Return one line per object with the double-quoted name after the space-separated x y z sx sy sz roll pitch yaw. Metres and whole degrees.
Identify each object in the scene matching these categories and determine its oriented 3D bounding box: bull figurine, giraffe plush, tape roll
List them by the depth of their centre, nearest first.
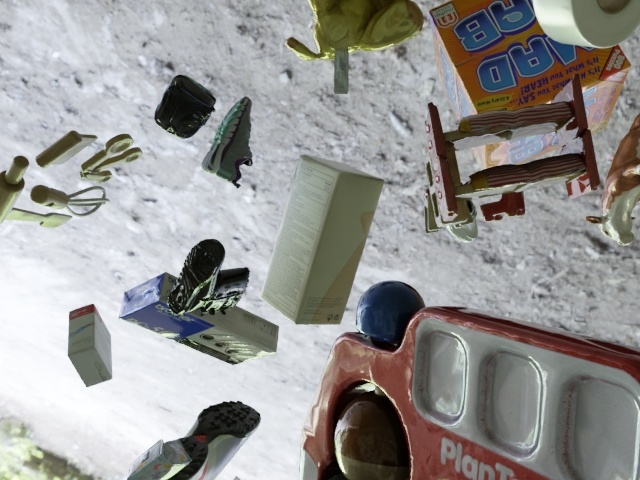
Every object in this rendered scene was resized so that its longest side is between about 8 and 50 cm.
0.050 -0.325 0.900 0.181 0.170 0.210 18 117 -3 "giraffe plush"
0.615 -0.145 1.222 0.101 0.310 0.188 27 163 -4 "bull figurine"
0.564 -0.538 1.314 0.100 0.286 0.286 31 165 51 "tape roll"

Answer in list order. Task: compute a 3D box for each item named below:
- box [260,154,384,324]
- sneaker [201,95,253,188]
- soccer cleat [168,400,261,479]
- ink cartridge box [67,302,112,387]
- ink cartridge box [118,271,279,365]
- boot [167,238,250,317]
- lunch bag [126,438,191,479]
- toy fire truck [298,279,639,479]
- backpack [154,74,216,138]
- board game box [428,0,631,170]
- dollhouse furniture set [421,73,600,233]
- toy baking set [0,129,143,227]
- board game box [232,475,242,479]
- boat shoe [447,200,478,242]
0.000 0.000 1.296 0.121 0.311 0.148 7 -164 -39 "box"
-0.186 -0.220 1.460 0.098 0.223 0.083 35 148 -24 "sneaker"
-0.223 0.415 1.258 0.109 0.318 0.116 22 109 17 "soccer cleat"
-0.597 0.271 1.681 0.072 0.175 0.127 -18 127 -7 "ink cartridge box"
-0.166 0.115 0.912 0.097 0.046 0.207 -23 139 37 "ink cartridge box"
-0.126 0.046 0.807 0.045 0.099 0.121 47 116 27 "boot"
-0.250 0.343 0.997 0.053 0.071 0.083 52 -176 17 "lunch bag"
0.078 0.160 0.408 0.169 0.253 0.302 3 -176 -29 "toy fire truck"
-0.279 -0.273 1.336 0.105 0.084 0.114 32 127 -17 "backpack"
0.527 -0.441 1.703 0.357 0.356 0.356 -22 161 8 "board game box"
0.262 -0.112 1.007 0.201 0.152 0.374 -10 176 4 "dollhouse furniture set"
-0.329 -0.059 0.819 0.256 0.197 0.030 -36 80 37 "toy baking set"
-0.156 0.459 1.014 0.026 0.154 0.103 48 164 -26 "board game box"
0.369 -0.072 1.701 0.076 0.083 0.226 15 152 52 "boat shoe"
